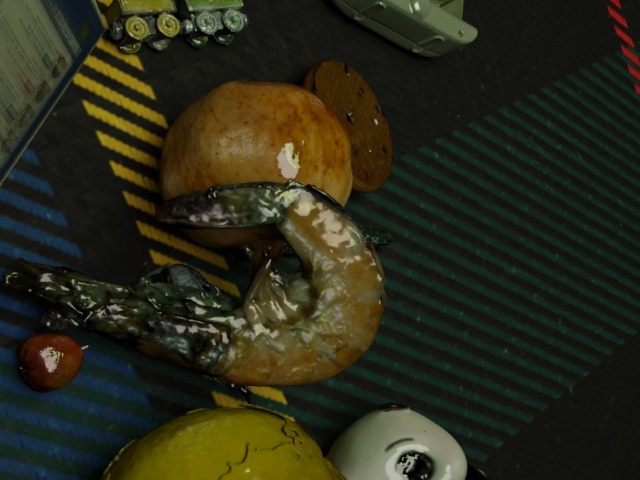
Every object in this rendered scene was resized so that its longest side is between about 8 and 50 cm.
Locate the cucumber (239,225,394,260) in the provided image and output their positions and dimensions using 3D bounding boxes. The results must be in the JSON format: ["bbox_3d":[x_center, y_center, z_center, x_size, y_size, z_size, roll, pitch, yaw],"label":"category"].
[{"bbox_3d":[0.000,0.001,1.222,0.256,0.043,0.044,-3,66,-33],"label":"cucumber"}]

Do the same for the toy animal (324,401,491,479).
[{"bbox_3d":[0.129,0.365,1.167,0.267,0.212,0.213,45,63,-25],"label":"toy animal"}]

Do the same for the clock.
[{"bbox_3d":[0.148,-0.479,1.340,0.265,0.108,0.324,18,74,-30],"label":"clock"}]

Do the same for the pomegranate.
[{"bbox_3d":[-0.081,-0.087,1.069,0.248,0.248,0.248,4,82,-33],"label":"pomegranate"}]

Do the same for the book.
[{"bbox_3d":[-0.351,-0.189,0.925,0.018,0.228,0.323,21,67,12],"label":"book"}]

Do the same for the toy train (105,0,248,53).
[{"bbox_3d":[-0.191,-0.301,1.123,0.202,0.060,0.081,-15,85,-35],"label":"toy train"}]

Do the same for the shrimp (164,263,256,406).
[{"bbox_3d":[-0.140,0.133,1.099,0.090,0.079,0.233,-27,104,3],"label":"shrimp"}]

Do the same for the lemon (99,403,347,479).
[{"bbox_3d":[-0.115,0.330,0.965,0.297,0.297,0.297,4,82,-33],"label":"lemon"}]

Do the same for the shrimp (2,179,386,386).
[{"bbox_3d":[-0.137,0.046,0.974,0.444,0.085,0.272,8,115,-9],"label":"shrimp"}]

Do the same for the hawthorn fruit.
[{"bbox_3d":[-0.316,0.139,0.981,0.077,0.077,0.077,4,82,-33],"label":"hawthorn fruit"}]

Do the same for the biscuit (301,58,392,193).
[{"bbox_3d":[0.040,-0.167,1.238,0.212,0.036,0.212,29,51,-43],"label":"biscuit"}]
